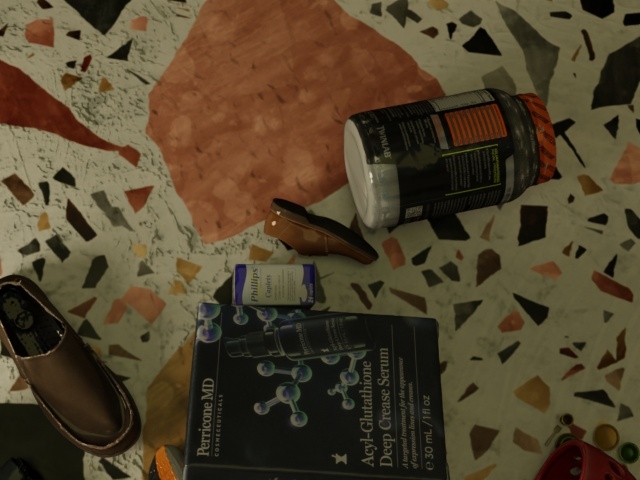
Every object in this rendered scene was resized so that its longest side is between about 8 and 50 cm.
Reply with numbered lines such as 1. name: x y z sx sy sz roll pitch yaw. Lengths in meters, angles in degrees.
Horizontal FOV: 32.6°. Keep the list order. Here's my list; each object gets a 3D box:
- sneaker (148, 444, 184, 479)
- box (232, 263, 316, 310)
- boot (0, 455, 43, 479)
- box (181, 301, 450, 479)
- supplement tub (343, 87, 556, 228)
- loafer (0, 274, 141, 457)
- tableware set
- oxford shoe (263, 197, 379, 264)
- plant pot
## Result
1. sneaker: -0.190 0.453 1.812 0.121 0.099 0.262 -9 61 -43
2. box: -0.082 0.082 1.869 0.137 0.126 0.072 0 80 -6
3. boot: -0.494 0.497 1.757 0.207 0.094 0.246 -38 78 -8
4. box: -0.014 0.284 1.743 0.396 0.212 0.293 4 53 -5
5. supplement tub: 0.223 -0.148 1.908 0.338 0.207 0.207 -11 80 -8
6. loafer: -0.440 0.209 1.804 0.134 0.130 0.366 -41 85 -12
7. tableware set: 0.482 0.362 1.924 0.154 0.024 0.104 36 77 2
8. oxford shoe: 0.000 0.000 1.935 0.212 0.076 0.076 24 107 -3
9. plant pot: 0.459 0.450 1.823 0.174 0.191 0.191 26 77 -7
